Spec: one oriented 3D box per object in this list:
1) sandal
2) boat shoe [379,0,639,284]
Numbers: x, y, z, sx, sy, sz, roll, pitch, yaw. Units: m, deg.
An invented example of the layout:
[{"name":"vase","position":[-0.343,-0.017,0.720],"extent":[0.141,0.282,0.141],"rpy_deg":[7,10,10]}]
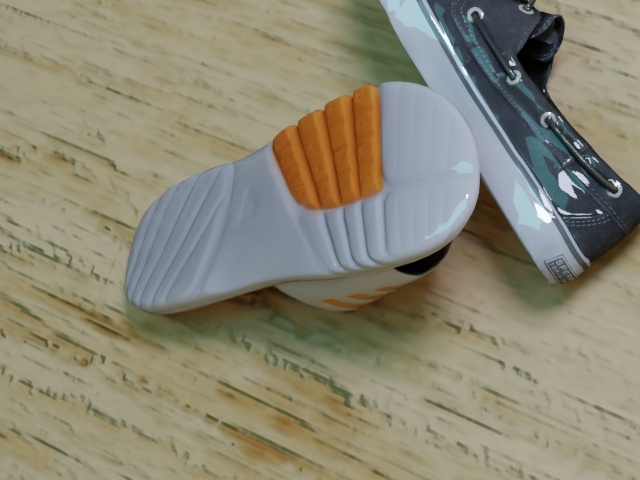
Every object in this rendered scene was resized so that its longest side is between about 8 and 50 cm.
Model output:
[{"name":"sandal","position":[0.001,-0.010,1.036],"extent":[0.265,0.076,0.102],"rpy_deg":[-15,60,46]},{"name":"boat shoe","position":[0.095,-0.089,1.000],"extent":[0.076,0.080,0.228],"rpy_deg":[-32,64,10]}]
